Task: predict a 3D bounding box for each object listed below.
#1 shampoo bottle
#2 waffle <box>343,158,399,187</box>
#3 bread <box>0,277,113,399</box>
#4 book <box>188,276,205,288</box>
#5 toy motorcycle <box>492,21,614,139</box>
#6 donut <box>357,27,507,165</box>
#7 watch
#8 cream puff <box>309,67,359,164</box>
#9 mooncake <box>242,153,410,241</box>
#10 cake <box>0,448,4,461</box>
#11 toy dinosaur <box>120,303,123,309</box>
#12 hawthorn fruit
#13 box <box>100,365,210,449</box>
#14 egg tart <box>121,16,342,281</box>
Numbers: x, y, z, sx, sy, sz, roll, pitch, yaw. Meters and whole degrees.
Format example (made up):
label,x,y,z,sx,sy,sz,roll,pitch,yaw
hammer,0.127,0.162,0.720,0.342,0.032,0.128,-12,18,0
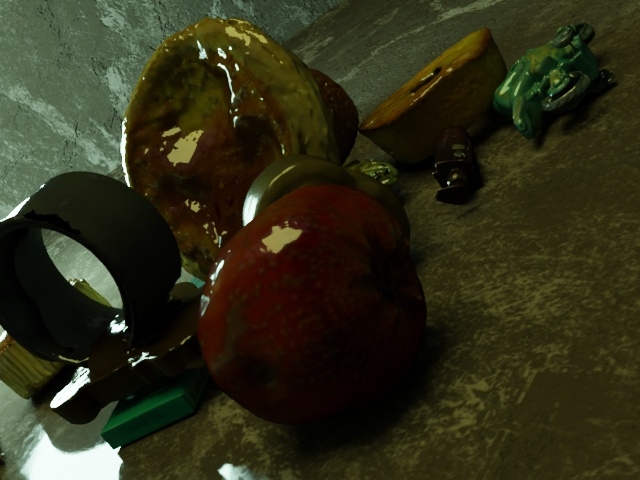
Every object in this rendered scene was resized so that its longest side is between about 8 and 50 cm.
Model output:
label,x,y,z,sx,sy,sz,roll,pitch,yaw
shampoo bottle,0.210,-0.114,1.720,0.068,0.067,0.236,-21,20,12
waffle,0.031,-0.072,1.865,0.214,0.054,0.208,-36,16,-13
bread,-0.520,0.181,2.114,0.250,0.133,0.179,-46,4,-15
book,-0.120,0.057,1.925,0.379,0.031,0.264,-17,25,43
toy motorcycle,0.355,-0.257,1.769,0.198,0.109,0.296,-35,17,24
donut,0.208,-0.244,1.943,0.303,0.110,0.303,-39,10,8
watch,-0.331,0.055,1.681,0.335,0.327,0.314,-22,21,36
cream puff,-0.068,-0.178,2.000,0.303,0.212,0.303,-11,-16,-3
mooncake,0.000,0.000,1.565,0.235,0.234,0.117,-37,23,-6
cake,-0.638,0.366,1.963,0.117,0.086,0.220,-38,18,-12
toy dinosaur,-0.383,0.158,2.135,0.187,0.044,0.106,-47,4,2
hawthorn fruit,-0.018,0.089,1.311,0.300,0.275,0.275,-43,14,22
box,-0.233,0.214,1.707,0.161,0.042,0.226,-27,20,23
egg tart,-0.123,-0.133,1.767,0.443,0.443,0.178,-20,0,38
